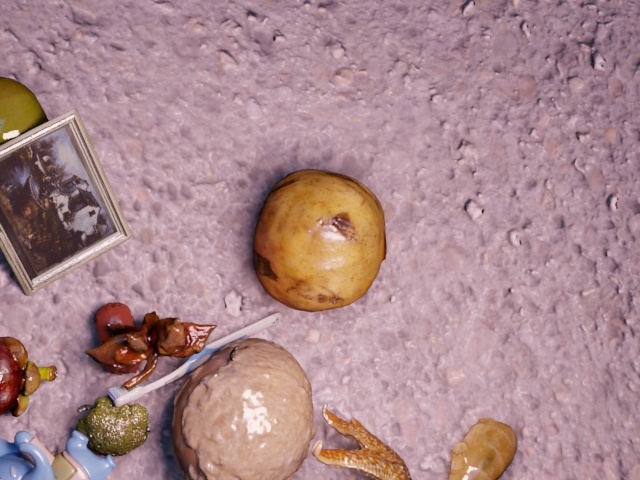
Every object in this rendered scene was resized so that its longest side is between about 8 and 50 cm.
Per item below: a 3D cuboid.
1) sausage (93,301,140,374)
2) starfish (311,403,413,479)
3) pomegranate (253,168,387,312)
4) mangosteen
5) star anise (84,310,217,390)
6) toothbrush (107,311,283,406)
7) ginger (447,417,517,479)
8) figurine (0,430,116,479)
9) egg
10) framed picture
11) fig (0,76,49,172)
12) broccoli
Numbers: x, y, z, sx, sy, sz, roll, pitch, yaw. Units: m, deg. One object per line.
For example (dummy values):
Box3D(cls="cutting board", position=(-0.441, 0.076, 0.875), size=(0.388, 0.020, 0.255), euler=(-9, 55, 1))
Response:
Box3D(cls="sausage", position=(-0.374, 0.181, 1.838), size=(0.076, 0.076, 0.141), euler=(-12, 79, -17))
Box3D(cls="starfish", position=(0.114, 0.428, 1.775), size=(0.094, 0.375, 0.327), euler=(-40, 101, 7))
Box3D(cls="pomegranate", position=(0.000, 0.000, 1.883), size=(0.281, 0.281, 0.281), euler=(4, 76, -14))
Box3D(cls="mangosteen", position=(-0.570, 0.232, 1.748), size=(0.145, 0.156, 0.181), euler=(39, 37, 23))
Box3D(cls="star anise", position=(-0.290, 0.178, 1.759), size=(0.212, 0.196, 0.111), euler=(-18, 100, 18))
Box3D(cls="toothbrush", position=(-0.217, 0.217, 1.839), size=(0.386, 0.040, 0.040), euler=(-23, 83, -33))
Box3D(cls="ginger", position=(0.284, 0.551, 1.896), size=(0.348, 0.122, 0.363), euler=(-16, 91, -26))
Box3D(cls="figurine", position=(-0.495, 0.409, 1.697), size=(0.262, 0.154, 0.180), euler=(-34, 119, -8))
Box3D(cls="egg", position=(-0.135, 0.321, 1.771), size=(0.279, 0.279, 0.310), euler=(38, 52, -3))
Box3D(cls="framed picture", position=(-0.485, -0.062, 1.793), size=(0.232, 0.019, 0.296), euler=(-32, 129, -19))
Box3D(cls="fig", position=(-0.595, -0.175, 1.793), size=(0.207, 0.207, 0.230), euler=(30, 63, -6))
Box3D(cls="broccoli", position=(-0.372, 0.330, 1.785), size=(0.131, 0.130, 0.120), euler=(-7, 41, -3))
